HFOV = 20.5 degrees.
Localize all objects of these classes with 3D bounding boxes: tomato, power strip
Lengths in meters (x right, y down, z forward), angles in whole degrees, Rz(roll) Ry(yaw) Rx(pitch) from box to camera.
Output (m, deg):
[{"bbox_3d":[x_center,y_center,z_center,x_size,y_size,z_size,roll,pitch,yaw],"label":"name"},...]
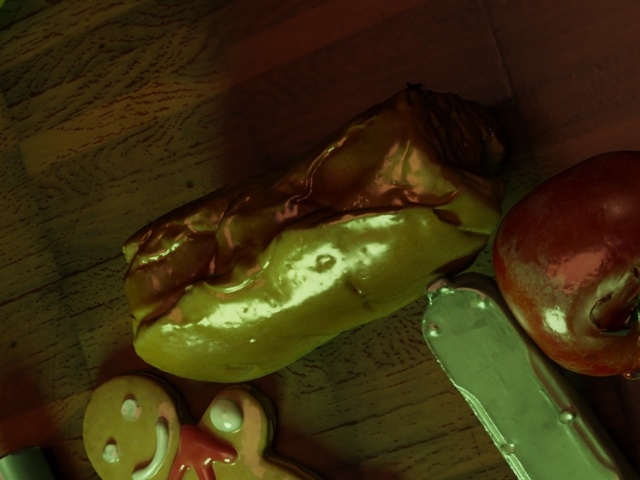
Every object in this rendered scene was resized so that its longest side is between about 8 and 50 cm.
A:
[{"bbox_3d":[0.225,0.016,1.381,0.187,0.187,0.151,-60,34,18],"label":"tomato"},{"bbox_3d":[0.173,0.144,1.427,0.080,0.048,0.286,-33,98,20],"label":"power strip"}]

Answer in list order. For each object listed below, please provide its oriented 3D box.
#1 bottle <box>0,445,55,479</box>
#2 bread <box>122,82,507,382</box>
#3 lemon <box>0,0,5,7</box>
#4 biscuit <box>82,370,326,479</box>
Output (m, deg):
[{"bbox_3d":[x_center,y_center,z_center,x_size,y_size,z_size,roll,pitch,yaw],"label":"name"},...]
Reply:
[{"bbox_3d":[-0.247,0.337,1.689,0.082,0.082,0.286,-30,80,26],"label":"bottle"},{"bbox_3d":[0.000,0.005,1.475,0.344,0.195,0.149,-27,77,29],"label":"bread"},{"bbox_3d":[-0.368,-0.289,1.652,0.186,0.187,0.244,11,131,27],"label":"lemon"},{"bbox_3d":[-0.093,0.241,1.622,0.339,0.047,0.216,37,108,20],"label":"biscuit"}]
